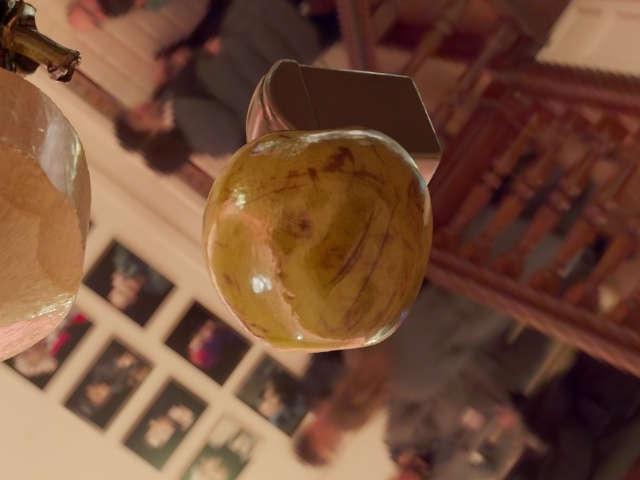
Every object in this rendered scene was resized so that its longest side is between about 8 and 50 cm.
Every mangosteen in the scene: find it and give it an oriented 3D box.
[{"bbox_3d":[-0.435,-0.259,1.882,0.289,0.231,0.231,15,176,-5],"label":"mangosteen"}]

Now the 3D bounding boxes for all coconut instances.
[{"bbox_3d":[-0.306,-0.009,1.240,0.237,0.237,0.266,39,-156,-19],"label":"coconut"}]

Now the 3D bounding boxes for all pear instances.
[{"bbox_3d":[0.000,0.000,1.757,0.283,0.283,0.283,36,174,4],"label":"pear"}]

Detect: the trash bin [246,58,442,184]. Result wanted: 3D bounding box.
[{"bbox_3d":[0.023,-0.145,1.978,0.236,0.101,0.177,1,-133,-24],"label":"trash bin"}]
